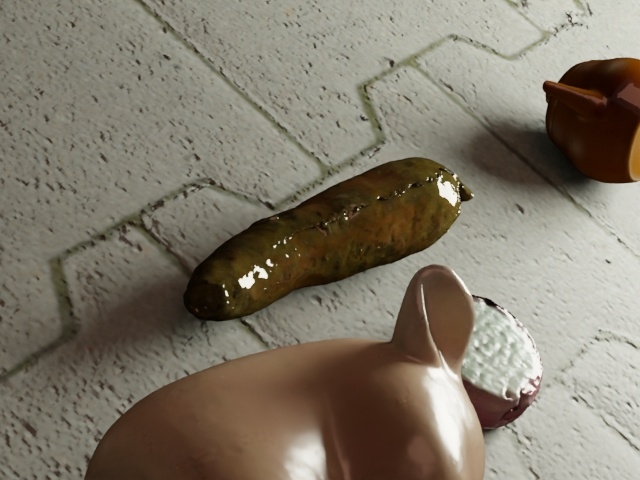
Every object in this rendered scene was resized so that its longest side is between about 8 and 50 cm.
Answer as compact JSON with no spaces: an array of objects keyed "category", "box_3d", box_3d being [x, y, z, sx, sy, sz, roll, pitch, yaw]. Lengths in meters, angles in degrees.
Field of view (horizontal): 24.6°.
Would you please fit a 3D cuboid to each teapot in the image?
[{"category":"teapot","box_3d":[0.245,-0.109,1.275,0.116,0.116,0.173,56,21,25]}]

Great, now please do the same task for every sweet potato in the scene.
[{"category":"sweet potato","box_3d":[0.000,0.000,1.046,0.273,0.075,0.075,-22,63,-39]}]

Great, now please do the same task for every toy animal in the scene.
[{"category":"toy animal","box_3d":[-0.006,0.158,0.804,0.256,0.195,0.213,-13,66,-41]}]

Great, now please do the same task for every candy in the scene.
[{"category":"candy","box_3d":[0.109,0.085,1.046,0.103,0.043,0.103,16,44,-16]}]
